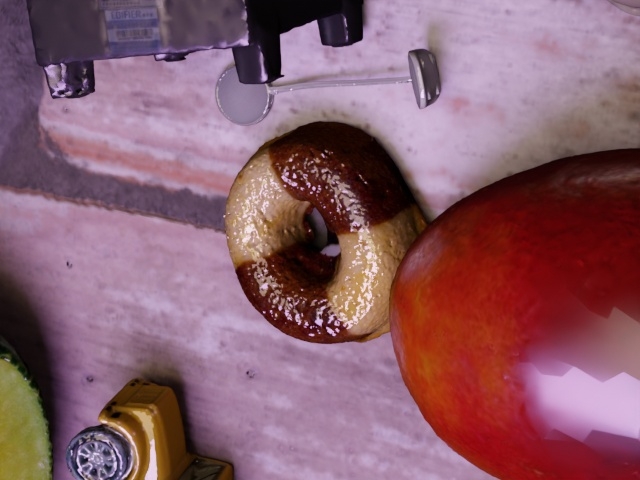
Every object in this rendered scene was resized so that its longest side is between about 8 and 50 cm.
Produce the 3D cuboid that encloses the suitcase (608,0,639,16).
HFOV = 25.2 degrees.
[{"bbox_3d":[0.223,-0.358,0.902,0.339,0.194,0.351,-38,86,22],"label":"suitcase"}]

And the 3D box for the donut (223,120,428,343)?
[{"bbox_3d":[0.000,0.000,1.134,0.166,0.073,0.184,-14,94,26],"label":"donut"}]

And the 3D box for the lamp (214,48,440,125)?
[{"bbox_3d":[-0.001,-0.119,1.121,0.198,0.056,0.050,-4,103,25],"label":"lamp"}]

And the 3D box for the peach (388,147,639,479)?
[{"bbox_3d":[0.200,0.067,1.011,0.338,0.281,0.281,3,104,49],"label":"peach"}]

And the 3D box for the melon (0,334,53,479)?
[{"bbox_3d":[-0.375,0.199,1.255,0.343,0.226,0.331,-47,70,10],"label":"melon"}]

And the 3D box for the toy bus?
[{"bbox_3d":[-0.134,0.292,1.225,0.123,0.121,0.335,2,102,12],"label":"toy bus"}]

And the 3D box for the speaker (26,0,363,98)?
[{"bbox_3d":[-0.094,-0.247,1.031,0.184,0.232,0.254,-1,106,22],"label":"speaker"}]
